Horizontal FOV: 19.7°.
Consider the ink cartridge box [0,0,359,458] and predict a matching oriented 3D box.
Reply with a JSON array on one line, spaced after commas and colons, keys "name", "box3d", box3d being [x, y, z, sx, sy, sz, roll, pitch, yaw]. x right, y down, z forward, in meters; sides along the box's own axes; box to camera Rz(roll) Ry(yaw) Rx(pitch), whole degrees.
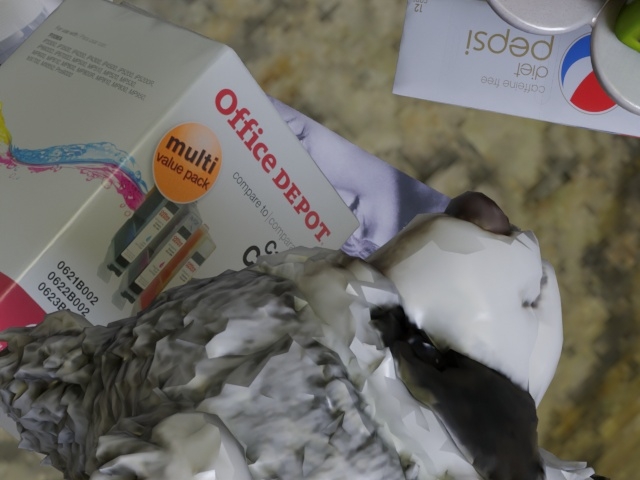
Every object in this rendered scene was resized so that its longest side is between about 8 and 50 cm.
[{"name": "ink cartridge box", "box3d": [-0.100, -0.001, 0.823, 0.127, 0.128, 0.176, 25, -111, 46]}]

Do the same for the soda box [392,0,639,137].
[{"name": "soda box", "box3d": [0.156, -0.104, 1.134, 0.216, 0.069, 0.074, 12, -174, 33]}]

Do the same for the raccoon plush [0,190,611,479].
[{"name": "raccoon plush", "box3d": [0.022, 0.213, 0.552, 0.216, 0.299, 0.446, -11, -113, 59]}]

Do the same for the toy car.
[{"name": "toy car", "box3d": [0.177, -0.157, 0.946, 0.136, 0.182, 0.159, -55, -178, -16]}]

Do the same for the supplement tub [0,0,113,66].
[{"name": "supplement tub", "box3d": [-0.328, -0.143, 1.240, 0.338, 0.207, 0.207, -27, -165, 15]}]

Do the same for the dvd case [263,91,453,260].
[{"name": "dvd case", "box3d": [0.000, 0.000, 1.241, 0.018, 0.221, 0.164, -36, -148, 52]}]
